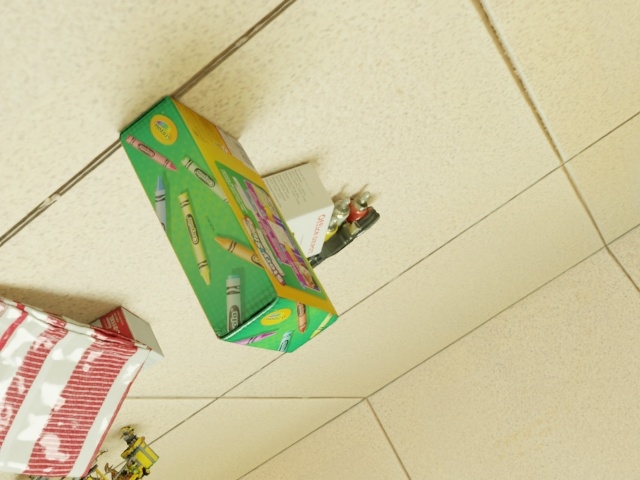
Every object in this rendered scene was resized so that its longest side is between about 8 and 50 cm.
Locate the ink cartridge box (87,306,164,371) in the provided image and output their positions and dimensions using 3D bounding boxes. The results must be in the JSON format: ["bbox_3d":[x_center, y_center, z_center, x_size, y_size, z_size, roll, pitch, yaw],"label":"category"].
[{"bbox_3d":[-0.369,0.196,1.254,0.175,0.072,0.127,-29,157,-1],"label":"ink cartridge box"}]

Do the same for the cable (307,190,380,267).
[{"bbox_3d":[0.000,0.000,1.340,0.139,0.072,0.287,-32,177,-41],"label":"cable"}]

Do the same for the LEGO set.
[{"bbox_3d":[-0.546,0.532,1.697,0.331,0.192,0.255,-40,-175,31],"label":"LEGO set"}]

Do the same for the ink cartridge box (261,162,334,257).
[{"bbox_3d":[-0.093,-0.016,1.118,0.203,0.085,0.148,-20,156,-20],"label":"ink cartridge box"}]

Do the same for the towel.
[{"bbox_3d":[-0.406,0.214,1.056,0.329,0.037,0.237,31,84,-50],"label":"towel"}]

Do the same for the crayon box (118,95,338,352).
[{"bbox_3d":[-0.102,-0.014,0.859,0.081,0.278,0.165,-36,156,12],"label":"crayon box"}]
